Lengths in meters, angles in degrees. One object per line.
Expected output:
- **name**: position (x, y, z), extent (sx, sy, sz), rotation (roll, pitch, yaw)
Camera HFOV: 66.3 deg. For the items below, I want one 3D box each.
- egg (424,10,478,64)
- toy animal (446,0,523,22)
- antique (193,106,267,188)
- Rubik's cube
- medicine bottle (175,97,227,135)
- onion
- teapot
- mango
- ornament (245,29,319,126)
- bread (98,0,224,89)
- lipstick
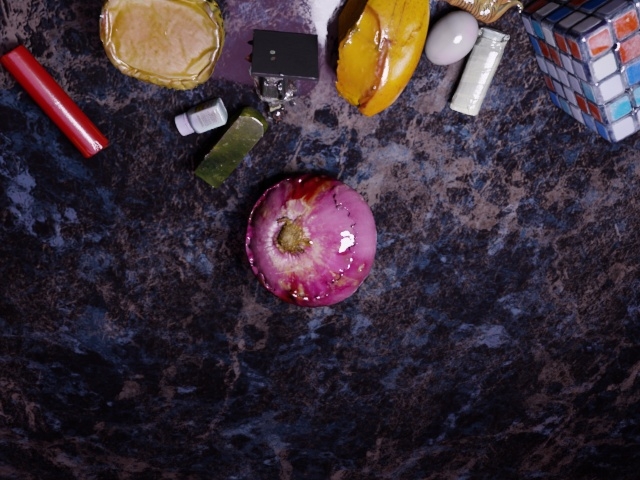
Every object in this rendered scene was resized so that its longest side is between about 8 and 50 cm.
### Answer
- **egg**: position (0.304, -0.470, 1.144), extent (0.103, 0.103, 0.135), rotation (30, 136, -24)
- **toy animal**: position (0.358, -0.565, 1.124), extent (0.241, 0.056, 0.099), rotation (19, 127, -20)
- **antique**: position (-0.227, -0.245, 1.257), extent (0.081, 0.080, 0.221), rotation (36, 112, -27)
- **Rubik's cube**: position (0.676, -0.445, 1.094), extent (0.287, 0.293, 0.292), rotation (-31, 123, 15)
- **medicine bottle**: position (-0.294, -0.303, 1.211), extent (0.118, 0.074, 0.055), rotation (-18, 125, 7)
- **onion**: position (-0.026, 0.005, 1.323), extent (0.358, 0.358, 0.345), rotation (-10, 167, 1)
- **teapot**: position (0.377, -0.423, 1.210), extent (0.107, 0.077, 0.200), rotation (25, 123, 14)
- **mango**: position (0.131, -0.465, 1.098), extent (0.199, 0.201, 0.350), rotation (-7, 125, -47)
- **ornament**: position (-0.099, -0.375, 1.188), extent (0.166, 0.153, 0.196), rotation (4, 147, -8)
- **bread**: position (-0.339, -0.453, 1.067), extent (0.254, 0.142, 0.227), rotation (16, 122, -13)
- **lipstick**: position (-0.626, -0.323, 1.164), extent (0.073, 0.073, 0.279), rotation (-26, 123, 11)
